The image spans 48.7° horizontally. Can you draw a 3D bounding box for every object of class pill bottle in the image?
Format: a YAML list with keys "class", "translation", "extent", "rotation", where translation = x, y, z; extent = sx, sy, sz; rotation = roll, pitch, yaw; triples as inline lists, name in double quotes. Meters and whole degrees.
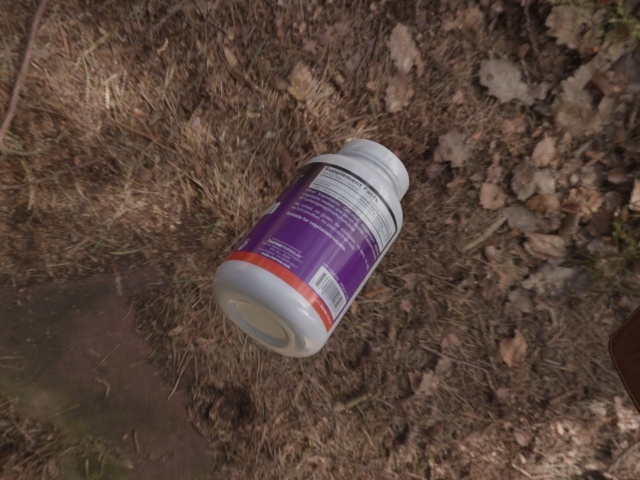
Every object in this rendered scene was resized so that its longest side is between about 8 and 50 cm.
- class: "pill bottle"
  translation: [0.000, 0.000, 1.039]
  extent: [0.181, 0.181, 0.323]
  rotation: [39, 61, -5]

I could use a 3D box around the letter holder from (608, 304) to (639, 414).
- class: "letter holder"
  translation: [0.513, 0.171, 0.865]
  extent: [0.152, 0.302, 0.214]
  rotation: [34, 109, -10]
